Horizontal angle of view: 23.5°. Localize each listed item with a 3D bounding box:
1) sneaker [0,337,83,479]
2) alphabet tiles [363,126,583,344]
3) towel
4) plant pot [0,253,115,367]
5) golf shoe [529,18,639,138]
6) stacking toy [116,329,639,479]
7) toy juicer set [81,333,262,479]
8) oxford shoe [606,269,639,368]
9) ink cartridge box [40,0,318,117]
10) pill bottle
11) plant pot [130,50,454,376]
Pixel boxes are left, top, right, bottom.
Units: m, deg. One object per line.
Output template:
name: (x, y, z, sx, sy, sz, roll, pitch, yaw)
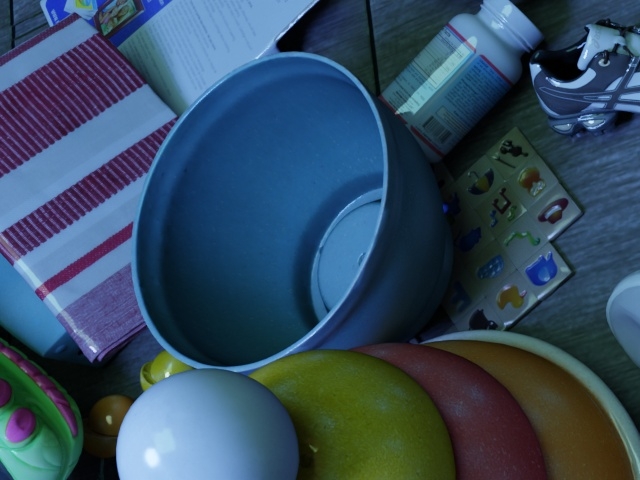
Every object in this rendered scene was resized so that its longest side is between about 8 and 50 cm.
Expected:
sneaker: (-0.456, 0.128, 1.566, 0.483, 0.185, 0.202, 39, 106, 26)
alphabet tiles: (0.127, 0.011, 1.442, 0.237, 0.009, 0.198, -43, 53, 15)
towel: (-0.237, -0.061, 1.563, 0.237, 0.037, 0.329, -36, 75, -23)
plant pot: (-0.288, 0.012, 1.649, 0.165, 0.165, 0.234, -45, 61, 14)
golf shoe: (0.274, -0.152, 1.333, 0.198, 0.094, 0.077, -17, 41, 28)
stacking toy: (0.011, 0.193, 1.155, 0.350, 0.480, 0.351, -13, 66, 33)
toy juicer set: (-0.126, 0.190, 1.503, 0.329, 0.089, 0.209, -26, 34, 34)
oxford shoe: (0.358, 0.174, 1.106, 0.130, 0.169, 0.449, -35, 54, -15)
ink cartridge box: (-0.150, -0.254, 1.707, 0.307, 0.072, 0.304, -38, 54, 16)
pill bottle: (0.132, -0.156, 1.447, 0.160, 0.087, 0.087, -46, 53, 8)
plant pot: (0.000, 0.000, 1.403, 0.293, 0.196, 0.293, -17, 63, 35)
